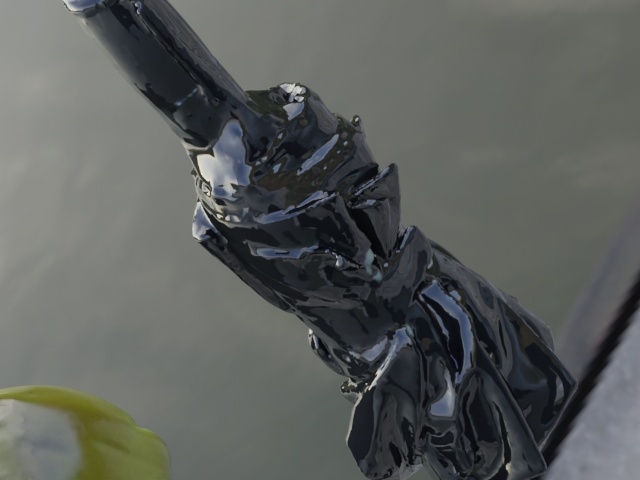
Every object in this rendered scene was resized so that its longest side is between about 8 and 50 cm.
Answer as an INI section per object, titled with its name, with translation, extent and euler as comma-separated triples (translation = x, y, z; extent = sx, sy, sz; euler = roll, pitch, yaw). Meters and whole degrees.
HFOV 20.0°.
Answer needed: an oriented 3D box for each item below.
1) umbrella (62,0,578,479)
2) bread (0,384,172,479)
[umbrella]
translation = 0.000, 0.000, 0.811
extent = 0.118, 0.340, 0.118
euler = -24, 41, 23
[bread]
translation = -0.167, 0.245, 0.904
extent = 0.166, 0.112, 0.384
euler = -4, 58, 9
